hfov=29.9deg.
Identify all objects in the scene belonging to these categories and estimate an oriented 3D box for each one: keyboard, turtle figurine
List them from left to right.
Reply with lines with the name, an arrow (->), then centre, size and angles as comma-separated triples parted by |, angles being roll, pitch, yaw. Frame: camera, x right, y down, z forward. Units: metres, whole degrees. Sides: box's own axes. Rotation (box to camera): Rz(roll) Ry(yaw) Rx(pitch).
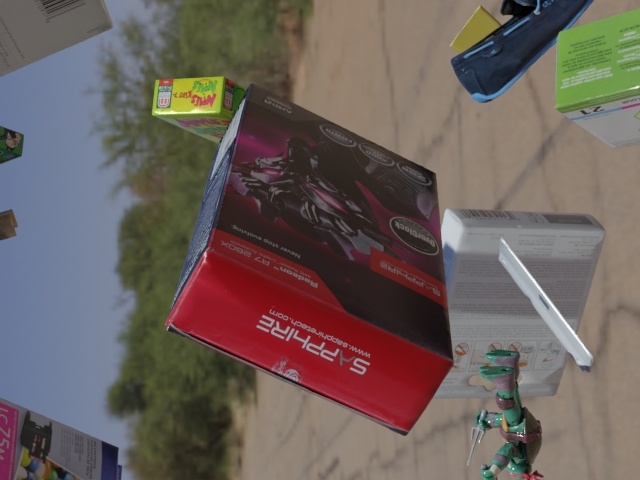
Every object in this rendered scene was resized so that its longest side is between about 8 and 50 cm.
turtle figurine -> 0.295, 0.302, 1.913 | 0.175, 0.118, 0.234 | -100, 4, -77
keyboard -> 0.369, 0.105, 1.970 | 0.256, 0.014, 0.072 | 56, 166, 25

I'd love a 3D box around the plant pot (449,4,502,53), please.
plant pot -> 0.267, -0.324, 1.944 | 0.081, 0.083, 0.081 | -52, 1, 13

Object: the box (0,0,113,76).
box -> -0.381, -0.327, 1.489 | 0.181, 0.181, 0.119 | 69, 176, -49

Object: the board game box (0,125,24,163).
board game box -> -0.717, -0.163, 2.141 | 0.213, 0.317, 0.046 | 20, -117, -48

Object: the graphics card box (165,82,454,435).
graphics card box -> 0.000, 0.000, 1.134 | 0.094, 0.232, 0.371 | -60, 11, 26

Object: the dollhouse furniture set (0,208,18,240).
dollhouse furniture set -> -0.725, -0.108, 2.014 | 0.303, 0.355, 0.174 | 93, 157, -56

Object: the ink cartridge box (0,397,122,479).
ink cartridge box -> -0.400, 0.369, 1.798 | 0.311, 0.065, 0.186 | 37, -141, -43

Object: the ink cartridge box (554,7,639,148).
ink cartridge box -> 0.401, -0.157, 1.298 | 0.188, 0.255, 0.097 | -11, 65, 41

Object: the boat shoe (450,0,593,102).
boat shoe -> 0.277, -0.295, 1.577 | 0.089, 0.258, 0.109 | 46, 161, -7

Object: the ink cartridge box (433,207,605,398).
ink cartridge box -> 0.361, 0.127, 2.342 | 0.091, 0.308, 0.385 | -120, 36, -57

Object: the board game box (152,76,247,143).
board game box -> -0.108, -0.146, 1.410 | 0.181, 0.092, 0.043 | 19, -105, -62
